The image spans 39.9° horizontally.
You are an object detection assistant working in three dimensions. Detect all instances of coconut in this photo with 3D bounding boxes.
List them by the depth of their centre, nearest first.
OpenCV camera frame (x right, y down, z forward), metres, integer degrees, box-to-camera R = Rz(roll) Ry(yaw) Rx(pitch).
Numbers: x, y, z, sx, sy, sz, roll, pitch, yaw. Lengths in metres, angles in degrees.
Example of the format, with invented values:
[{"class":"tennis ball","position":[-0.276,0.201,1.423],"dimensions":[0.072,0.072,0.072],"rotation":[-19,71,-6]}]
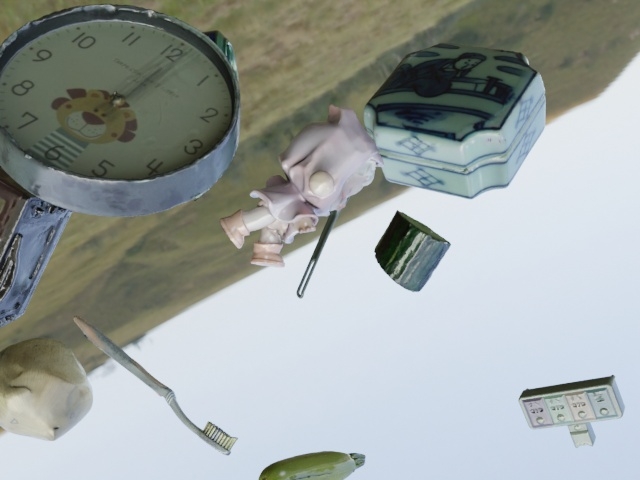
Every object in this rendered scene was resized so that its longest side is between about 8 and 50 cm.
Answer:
[{"class":"coconut","position":[-0.566,0.308,1.777],"dimensions":[0.224,0.224,0.224],"rotation":[-25,-169,5]}]

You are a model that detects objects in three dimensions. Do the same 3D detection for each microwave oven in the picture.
[{"class":"microwave oven","position":[-0.496,-0.004,1.311],"dimensions":[0.247,0.188,0.178],"rotation":[-63,175,11]}]

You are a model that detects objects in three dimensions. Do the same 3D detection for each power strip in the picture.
[{"class":"power strip","position":[0.561,0.381,1.937],"dimensions":[0.215,0.145,0.061],"rotation":[-15,-168,33]}]

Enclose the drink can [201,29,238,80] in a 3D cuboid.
[{"class":"drink can","position":[-0.231,-0.247,1.331],"dimensions":[0.204,0.118,0.118],"rotation":[-7,-167,5]}]

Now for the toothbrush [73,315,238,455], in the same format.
[{"class":"toothbrush","position":[-0.279,0.228,1.430],"dimensions":[0.037,0.375,0.028],"rotation":[-57,156,0]}]

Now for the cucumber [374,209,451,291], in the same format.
[{"class":"cucumber","position":[0.157,0.021,1.570],"dimensions":[0.115,0.116,0.062],"rotation":[-60,174,23]}]

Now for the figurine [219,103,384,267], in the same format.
[{"class":"figurine","position":[-0.026,-0.080,1.345],"dimensions":[0.276,0.133,0.200],"rotation":[-45,176,-3]}]

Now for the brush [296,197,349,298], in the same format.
[{"class":"brush","position":[0.000,0.000,1.904],"dimensions":[0.062,0.027,0.266],"rotation":[6,-109,54]}]

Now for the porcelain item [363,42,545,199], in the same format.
[{"class":"porcelain item","position":[0.242,-0.224,1.589],"dimensions":[0.281,0.157,0.286],"rotation":[18,-127,31]}]

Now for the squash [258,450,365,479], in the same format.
[{"class":"squash","position":[-0.018,0.520,1.974],"dimensions":[0.094,0.094,0.341],"rotation":[-16,168,40]}]

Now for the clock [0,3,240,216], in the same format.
[{"class":"clock","position":[-0.247,-0.166,1.068],"dimensions":[0.312,0.312,0.061],"rotation":[-32,157,-30]}]
